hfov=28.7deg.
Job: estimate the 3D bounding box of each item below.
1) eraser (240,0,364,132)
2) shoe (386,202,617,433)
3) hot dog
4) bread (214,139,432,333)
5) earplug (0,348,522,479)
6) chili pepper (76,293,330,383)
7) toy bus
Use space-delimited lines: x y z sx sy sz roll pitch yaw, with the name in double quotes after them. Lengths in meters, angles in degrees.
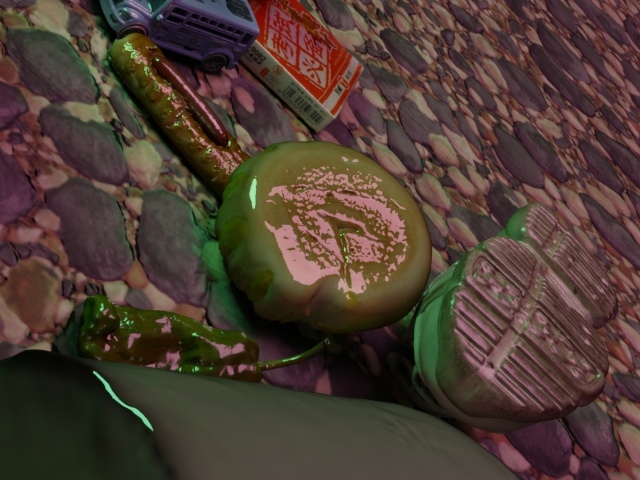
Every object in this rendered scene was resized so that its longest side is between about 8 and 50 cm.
-0.056 -0.243 1.456 0.230 0.038 0.157 44 32 -11 "eraser"
0.160 0.106 1.197 0.172 0.198 0.351 50 28 4 "shoe"
-0.128 -0.118 1.221 0.215 0.047 0.066 51 33 2 "hot dog"
0.000 0.000 1.178 0.213 0.105 0.213 12 60 -21 "bread"
-0.025 0.231 0.721 0.394 0.312 0.312 11 48 -48 "earplug"
-0.100 0.098 1.001 0.204 0.073 0.072 18 60 -25 "chili pepper"
-0.147 -0.237 1.295 0.167 0.076 0.073 12 47 -46 "toy bus"
